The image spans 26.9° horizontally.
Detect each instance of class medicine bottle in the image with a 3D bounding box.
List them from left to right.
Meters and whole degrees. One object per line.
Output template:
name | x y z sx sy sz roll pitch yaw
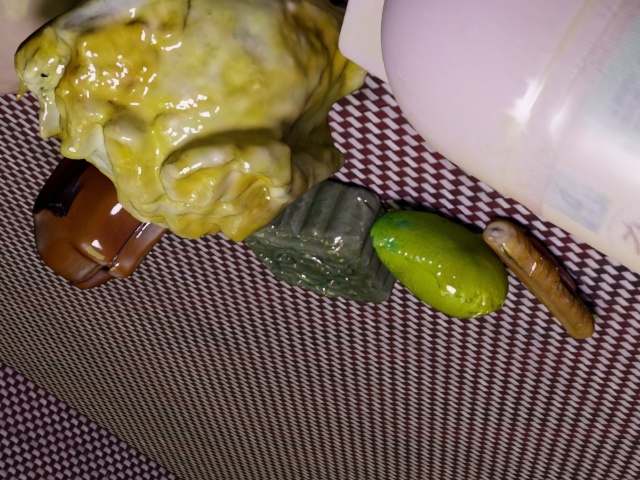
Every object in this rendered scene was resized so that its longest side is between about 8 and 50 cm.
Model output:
medicine bottle | 0.199 -0.133 0.996 0.406 0.235 0.235 32 158 16

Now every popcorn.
popcorn | -0.110 -0.140 1.241 0.312 0.312 0.312 21 156 10

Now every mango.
mango | 0.140 0.022 1.554 0.178 0.100 0.119 32 166 3

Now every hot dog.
hot dog | 0.262 0.046 1.546 0.216 0.047 0.066 44 -173 -33

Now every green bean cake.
green bean cake | 0.000 0.000 1.669 0.184 0.094 0.185 12 157 26

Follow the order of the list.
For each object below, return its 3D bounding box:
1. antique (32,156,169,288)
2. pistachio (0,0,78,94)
antique | -0.267 -0.050 1.675 0.129 0.223 0.278 39 -173 -20
pistachio | -0.291 -0.247 1.370 0.197 0.166 0.288 10 160 -28
